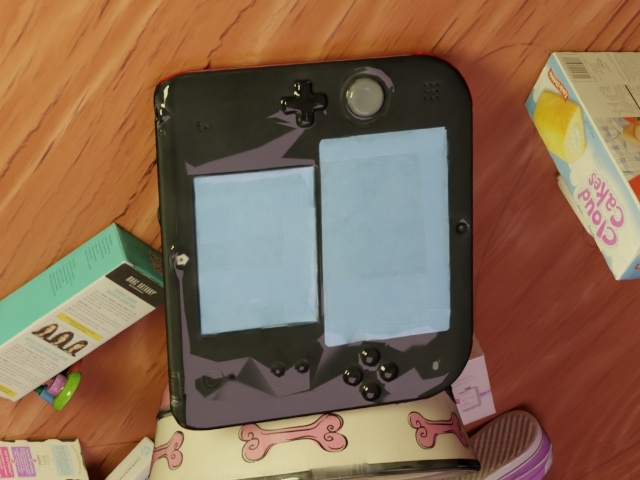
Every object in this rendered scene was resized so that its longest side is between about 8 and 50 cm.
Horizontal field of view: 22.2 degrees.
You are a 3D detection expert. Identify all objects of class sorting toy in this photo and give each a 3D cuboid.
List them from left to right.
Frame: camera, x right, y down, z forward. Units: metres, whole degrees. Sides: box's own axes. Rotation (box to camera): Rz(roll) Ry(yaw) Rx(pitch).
[{"bbox_3d":[-0.311,0.161,1.912,0.042,0.102,0.061,33,104,-15],"label":"sorting toy"}]

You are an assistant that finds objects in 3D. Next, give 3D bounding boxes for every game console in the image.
[{"bbox_3d":[0.000,0.000,1.727,0.342,0.060,0.387,-8,106,-21],"label":"game console"}]

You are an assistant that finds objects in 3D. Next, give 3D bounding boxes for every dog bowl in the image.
[{"bbox_3d":[-0.016,0.229,1.979,0.408,0.150,0.408,-6,170,-1],"label":"dog bowl"}]

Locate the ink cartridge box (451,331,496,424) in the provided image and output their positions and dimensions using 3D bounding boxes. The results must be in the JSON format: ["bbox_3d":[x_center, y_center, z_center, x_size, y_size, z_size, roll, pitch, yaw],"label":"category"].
[{"bbox_3d":[0.176,0.166,2.144,0.067,0.115,0.198,-21,145,-3],"label":"ink cartridge box"}]

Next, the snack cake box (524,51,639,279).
[{"bbox_3d":[0.351,-0.087,1.786,0.152,0.264,0.089,-2,140,-25],"label":"snack cake box"}]

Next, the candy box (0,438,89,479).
[{"bbox_3d":[-0.415,0.328,2.080,0.196,0.070,0.165,2,137,-30],"label":"candy box"}]

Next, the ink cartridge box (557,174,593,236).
[{"bbox_3d":[0.434,-0.078,1.981,0.237,0.100,0.172,-36,141,18],"label":"ink cartridge box"}]

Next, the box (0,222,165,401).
[{"bbox_3d":[-0.292,0.084,1.843,0.244,0.060,0.100,-33,143,15],"label":"box"}]

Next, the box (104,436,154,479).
[{"bbox_3d":[-0.239,0.363,2.196,0.145,0.038,0.186,-46,144,-12],"label":"box"}]

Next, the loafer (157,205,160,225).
[{"bbox_3d":[-0.069,-0.035,1.794,0.223,0.076,0.078,-14,136,-17],"label":"loafer"}]

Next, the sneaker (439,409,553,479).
[{"bbox_3d":[0.225,0.373,2.448,0.282,0.102,0.161,-27,147,7],"label":"sneaker"}]
